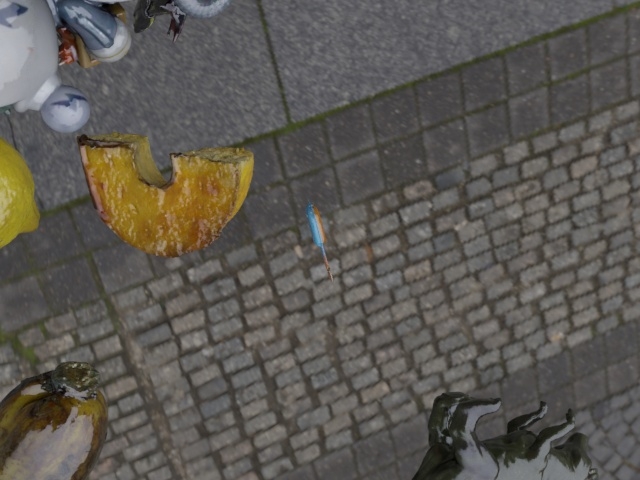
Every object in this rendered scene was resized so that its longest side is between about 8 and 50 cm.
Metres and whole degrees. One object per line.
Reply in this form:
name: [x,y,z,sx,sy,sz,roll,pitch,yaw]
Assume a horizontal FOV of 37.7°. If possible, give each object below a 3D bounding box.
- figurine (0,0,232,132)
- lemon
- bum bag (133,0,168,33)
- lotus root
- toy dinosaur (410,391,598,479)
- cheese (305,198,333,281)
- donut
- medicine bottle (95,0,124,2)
figurine: [-0.300,-0.241,0.966,0.382,0.261,0.186,-32,157,-28]
lemon: [-0.640,-0.094,1.642,0.320,0.245,0.245,29,98,-35]
bum bag: [-0.329,-0.480,1.880,0.060,0.232,0.106,19,83,-28]
lotus root: [-0.290,0.219,0.970,0.120,0.120,0.209,29,101,-29]
toy dinosaur: [0.126,0.203,0.684,0.187,0.087,0.178,5,84,-7]
cheese: [-0.001,0.000,1.202,0.017,0.047,0.111,-16,97,-2]
donut: [-0.206,-0.059,1.257,0.259,0.101,0.152,11,110,21]
medicine bottle: [-0.187,-0.319,0.675,0.165,0.273,0.165,-29,159,-13]
